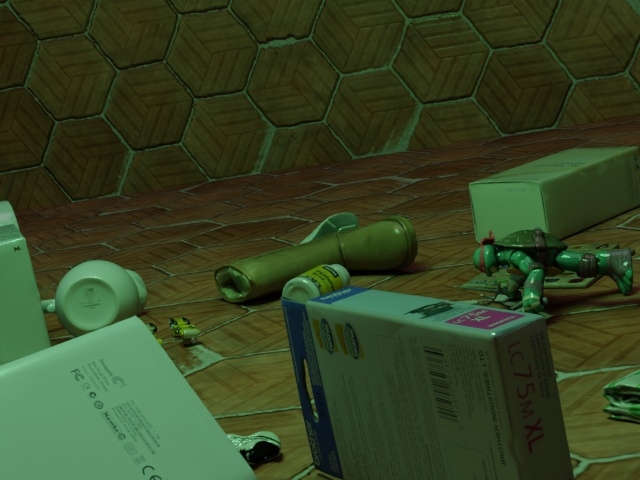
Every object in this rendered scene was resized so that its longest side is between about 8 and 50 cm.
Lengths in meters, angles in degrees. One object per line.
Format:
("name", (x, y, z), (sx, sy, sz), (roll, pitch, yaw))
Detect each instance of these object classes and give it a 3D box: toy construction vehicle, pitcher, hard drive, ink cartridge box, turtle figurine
("toy construction vehicle", (-0.222, 0.140, 1.749), (0.086, 0.035, 0.098), (-3, 9, -27))
("pitcher", (-0.368, 0.098, 1.864), (0.178, 0.125, 0.207), (-12, 1, -2))
("hard drive", (-0.232, 0.198, 1.036), (0.319, 0.210, 0.040), (-20, -26, -44))
("ink cartridge box", (0.083, 0.140, 1.027), (0.065, 0.185, 0.311), (-20, 14, -33))
("turtle figurine", (0.290, 0.042, 1.587), (0.234, 0.118, 0.175), (-2, 12, 10))

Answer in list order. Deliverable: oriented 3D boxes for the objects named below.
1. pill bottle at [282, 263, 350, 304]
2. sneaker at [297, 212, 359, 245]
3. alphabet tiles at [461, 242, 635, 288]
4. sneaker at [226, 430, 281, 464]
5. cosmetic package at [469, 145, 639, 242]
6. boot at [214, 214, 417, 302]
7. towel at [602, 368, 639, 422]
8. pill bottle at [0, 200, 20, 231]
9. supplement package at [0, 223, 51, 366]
("pill bottle", (-0.003, 0.073, 1.798), (0.065, 0.065, 0.116), (-4, 12, 30))
("sneaker", (0.000, 0.000, 2.121), (0.152, 0.053, 0.061), (-36, 5, -7))
("alphabet tiles", (0.356, 0.038, 1.815), (0.198, 0.009, 0.237), (-3, 12, 36))
("sneaker", (-0.080, 0.213, 1.211), (0.083, 0.032, 0.037), (-13, 11, -12))
("cosmetic package", (0.423, -0.083, 2.115), (0.160, 0.113, 0.309), (1, 14, 45))
("boot", (-0.006, 0.038, 1.950), (0.270, 0.089, 0.236), (-15, -1, -29))
("towel", (0.465, 0.134, 1.121), (0.248, 0.038, 0.325), (-17, 13, -39))
("pill bottle", (-0.747, 0.047, 2.228), (0.363, 0.210, 0.210), (-14, 11, -22))
("supplement package", (-0.506, 0.092, 1.805), (0.149, 0.194, 0.203), (-14, 11, -17))
